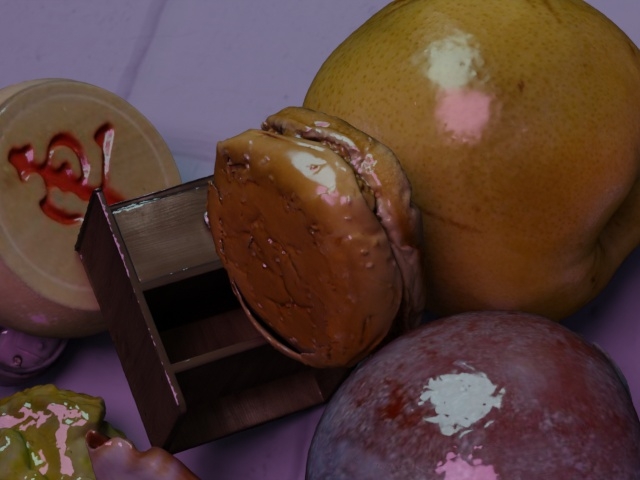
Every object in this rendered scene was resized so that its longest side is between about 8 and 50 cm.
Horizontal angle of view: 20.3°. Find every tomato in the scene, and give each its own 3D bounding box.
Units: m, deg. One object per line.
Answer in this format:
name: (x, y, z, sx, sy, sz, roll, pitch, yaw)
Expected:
tomato: (0.132, 0.210, 1.360, 0.282, 0.317, 0.317, -9, 60, -1)

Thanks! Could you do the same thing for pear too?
pear: (0.145, -0.080, 1.527, 0.314, 0.314, 0.314, -10, 61, 19)

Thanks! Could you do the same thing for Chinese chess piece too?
Chinese chess piece: (-0.245, -0.032, 1.692, 0.097, 0.251, 0.251, -23, 50, 51)

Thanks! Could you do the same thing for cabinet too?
cabinet: (-0.092, 0.048, 1.570, 0.174, 0.148, 0.215, -17, 72, -20)

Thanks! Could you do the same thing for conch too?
conch: (-0.138, 0.233, 1.568, 0.094, 0.176, 0.104, -23, 9, -29)

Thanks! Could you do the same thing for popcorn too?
popcorn: (-0.251, 0.217, 1.640, 0.173, 0.142, 0.173, -3, 43, 3)

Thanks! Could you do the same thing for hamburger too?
hamburger: (0.001, 0.001, 1.423, 0.108, 0.214, 0.214, -27, 49, -32)

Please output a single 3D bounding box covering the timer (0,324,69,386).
timer: (-0.319, 0.029, 1.729, 0.069, 0.190, 0.208, -20, 54, 51)
